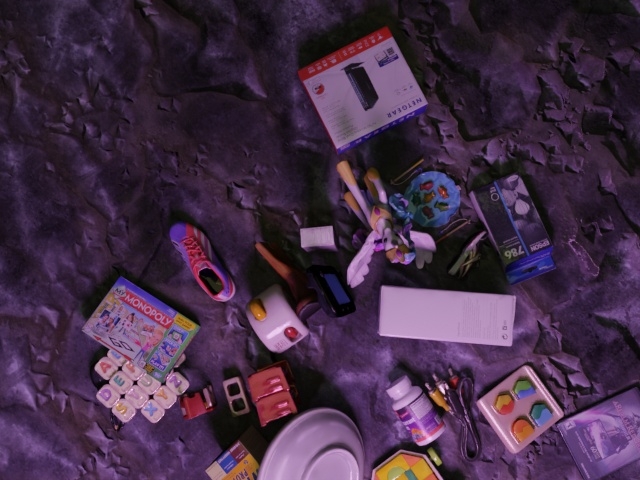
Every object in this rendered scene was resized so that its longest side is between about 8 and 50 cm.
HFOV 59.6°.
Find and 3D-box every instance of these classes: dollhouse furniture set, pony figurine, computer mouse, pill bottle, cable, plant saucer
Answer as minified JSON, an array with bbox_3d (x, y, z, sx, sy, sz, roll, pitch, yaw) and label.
[{"bbox_3d":[-0.257,0.503,1.722,0.373,0.201,0.152,-19,83,2],"label":"dollhouse furniture set"},{"bbox_3d":[0.179,-0.033,1.705,0.302,0.351,0.364,-23,64,-2],"label":"pony figurine"},{"bbox_3d":[-0.700,0.512,1.837,0.071,0.041,0.242,-24,83,1],"label":"computer mouse"},{"bbox_3d":[0.289,0.520,1.724,0.108,0.108,0.194,-35,82,0],"label":"pill bottle"},{"bbox_3d":[0.441,0.540,1.751,0.139,0.072,0.287,-26,95,-16],"label":"cable"},{"bbox_3d":[0.004,0.692,1.612,0.400,0.100,0.401,0,90,-39],"label":"plant saucer"}]

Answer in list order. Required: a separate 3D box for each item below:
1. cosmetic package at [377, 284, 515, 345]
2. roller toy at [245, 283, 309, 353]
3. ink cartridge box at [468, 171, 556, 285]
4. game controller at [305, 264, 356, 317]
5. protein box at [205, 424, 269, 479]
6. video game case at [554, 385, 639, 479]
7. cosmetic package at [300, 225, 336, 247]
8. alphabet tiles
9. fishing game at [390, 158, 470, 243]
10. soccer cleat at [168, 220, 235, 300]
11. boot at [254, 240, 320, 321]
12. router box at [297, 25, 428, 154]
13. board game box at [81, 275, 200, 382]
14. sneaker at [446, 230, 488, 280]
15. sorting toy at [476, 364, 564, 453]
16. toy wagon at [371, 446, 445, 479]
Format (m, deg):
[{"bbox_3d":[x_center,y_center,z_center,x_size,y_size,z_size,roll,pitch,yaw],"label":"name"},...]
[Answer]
[{"bbox_3d":[0.366,0.224,1.698,0.384,0.217,0.156,5,85,3],"label":"cosmetic package"},{"bbox_3d":[-0.139,0.247,1.741,0.146,0.209,0.191,-35,91,1],"label":"roller toy"},{"bbox_3d":[0.618,-0.036,1.780,0.165,0.065,0.333,-23,84,1],"label":"ink cartridge box"},{"bbox_3d":[0.038,0.151,1.677,0.067,0.319,0.166,-39,79,9],"label":"game controller"},{"bbox_3d":[-0.211,0.702,1.698,0.136,0.200,0.201,-43,83,0],"label":"protein box"},{"bbox_3d":[0.890,0.594,1.711,0.274,0.026,0.196,-26,83,2],"label":"video game case"},{"bbox_3d":[0.000,0.000,1.735,0.098,0.239,0.061,-4,83,4],"label":"cosmetic package"},{"bbox_3d":[-0.582,0.441,1.820,0.278,0.021,0.284,41,78,7],"label":"alphabet tiles"},{"bbox_3d":[0.366,-0.135,1.822,0.189,0.041,0.264,-33,83,3],"label":"fishing game"},{"bbox_3d":[-0.393,0.061,1.821,0.108,0.116,0.318,-36,83,0],"label":"soccer cleat"},{"bbox_3d":[-0.095,0.105,1.721,0.096,0.264,0.280,-42,84,14],"label":"boot"},{"bbox_3d":[0.139,-0.497,1.856,0.335,0.082,0.301,-27,83,1],"label":"router box"},{"bbox_3d":[-0.584,0.288,1.825,0.317,0.046,0.214,30,75,8],"label":"board game box"},{"bbox_3d":[0.483,0.050,1.787,0.077,0.072,0.178,37,96,-5],"label":"sneaker"},{"bbox_3d":[0.618,0.519,1.724,0.208,0.038,0.193,-34,83,-6],"label":"sorting toy"},{"bbox_3d":[0.307,0.811,1.683,0.267,0.068,0.344,-37,67,1],"label":"toy wagon"}]
